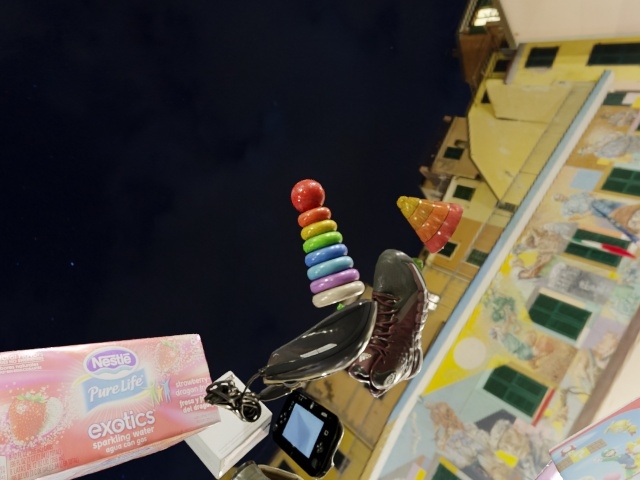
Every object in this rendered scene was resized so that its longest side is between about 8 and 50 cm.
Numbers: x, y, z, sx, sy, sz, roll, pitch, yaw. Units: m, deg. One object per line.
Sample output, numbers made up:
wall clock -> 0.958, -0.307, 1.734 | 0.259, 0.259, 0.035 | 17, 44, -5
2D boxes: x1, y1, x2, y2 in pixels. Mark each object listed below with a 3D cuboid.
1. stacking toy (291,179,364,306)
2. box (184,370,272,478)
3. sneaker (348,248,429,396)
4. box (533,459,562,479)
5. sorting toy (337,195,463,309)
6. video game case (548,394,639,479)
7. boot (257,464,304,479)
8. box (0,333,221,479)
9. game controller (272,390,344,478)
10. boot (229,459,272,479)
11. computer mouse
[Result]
stacking toy -> 0.000, 0.000, 1.193 | 0.141, 0.141, 0.331 | -13, -99, -36
box -> -0.257, 0.486, 1.211 | 0.181, 0.181, 0.119 | -31, -34, -39
sneaker -> 0.117, 0.169, 0.832 | 0.162, 0.106, 0.282 | -27, -63, -40
box -> 0.475, 0.566, 0.892 | 0.213, 0.117, 0.243 | -25, -57, -29
sorting toy -> 0.153, 0.047, 0.989 | 0.126, 0.127, 0.366 | 32, -76, -3
video game case -> 0.353, 0.230, 0.456 | 0.204, 0.025, 0.285 | -39, -10, 12
boot -> -0.047, 0.455, 0.698 | 0.165, 0.213, 0.077 | -58, -3, 19
box -> -0.304, 0.225, 0.597 | 0.154, 0.142, 0.299 | -33, -24, 30
game controller -> -0.043, 0.547, 1.307 | 0.067, 0.319, 0.167 | 23, -101, -27
boot -> -0.058, 0.416, 0.569 | 0.083, 0.161, 0.247 | 3, -85, -54
computer mouse -> -0.020, 0.188, 0.644 | 0.261, 0.060, 0.184 | -28, -27, -11
